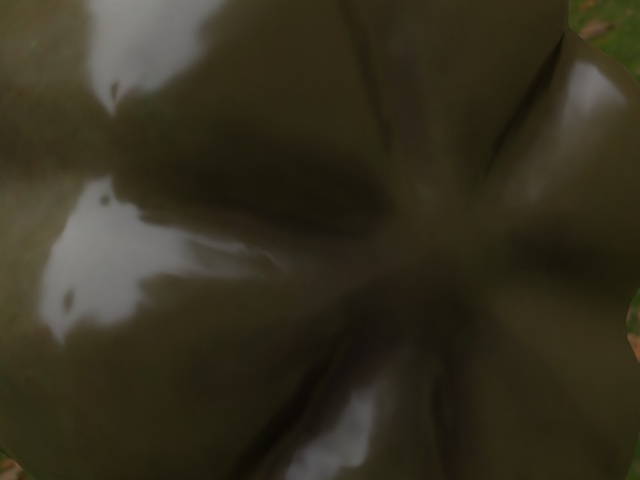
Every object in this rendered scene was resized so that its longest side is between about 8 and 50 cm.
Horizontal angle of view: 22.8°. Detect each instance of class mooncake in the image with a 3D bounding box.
[{"bbox_3d":[0.000,0.000,0.962,0.467,0.467,0.262,-33,23,-26],"label":"mooncake"}]
